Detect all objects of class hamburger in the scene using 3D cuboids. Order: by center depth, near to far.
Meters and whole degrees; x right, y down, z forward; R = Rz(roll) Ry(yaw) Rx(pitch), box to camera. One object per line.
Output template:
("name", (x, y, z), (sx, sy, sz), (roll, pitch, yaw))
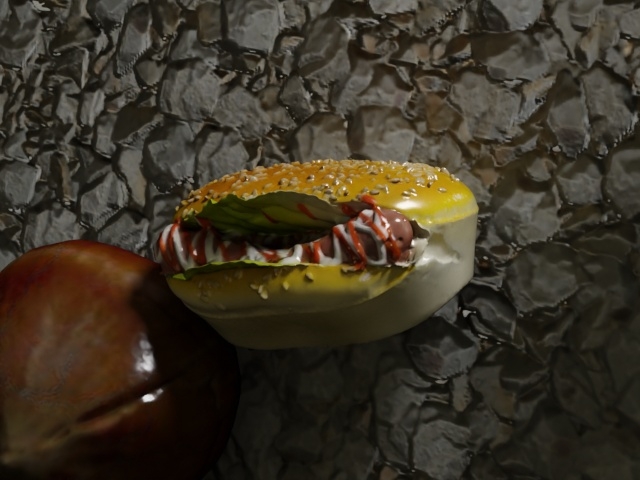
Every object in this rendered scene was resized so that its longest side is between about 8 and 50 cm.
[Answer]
("hamburger", (0.000, 0.000, 1.059), (0.210, 0.173, 0.116), (-5, 110, 30))

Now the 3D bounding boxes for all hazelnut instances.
("hazelnut", (-0.172, 0.122, 1.127), (0.229, 0.229, 0.229), (-1, 87, 30))
